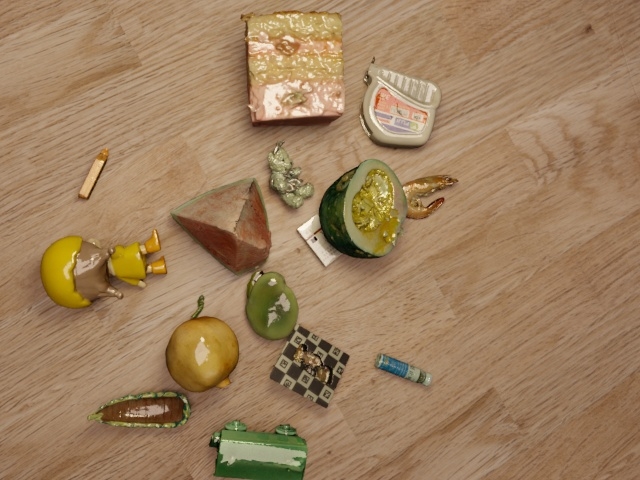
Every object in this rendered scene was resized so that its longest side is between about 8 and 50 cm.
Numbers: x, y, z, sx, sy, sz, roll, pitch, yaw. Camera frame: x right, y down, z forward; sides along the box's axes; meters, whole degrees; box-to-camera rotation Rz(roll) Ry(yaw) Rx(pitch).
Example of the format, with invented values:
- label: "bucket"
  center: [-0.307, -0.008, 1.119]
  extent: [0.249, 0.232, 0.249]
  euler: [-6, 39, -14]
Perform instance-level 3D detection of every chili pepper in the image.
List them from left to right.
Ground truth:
- label: "chili pepper"
  center: [-0.381, 0.209, 1.740]
  extent: [0.027, 0.022, 0.083]
  euler: [22, 88, -9]

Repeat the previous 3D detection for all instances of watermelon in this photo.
- label: "watermelon"
  center: [-0.296, -0.021, 1.665]
  extent: [0.250, 0.292, 0.283]
  euler: [-23, 92, 19]

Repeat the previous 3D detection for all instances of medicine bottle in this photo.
- label: "medicine bottle"
  center: [0.273, 0.427, 1.826]
  extent: [0.191, 0.051, 0.051]
  euler: [22, 84, -7]

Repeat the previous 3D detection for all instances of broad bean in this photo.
- label: "broad bean"
  center: [-0.158, 0.203, 1.739]
  extent: [0.169, 0.100, 0.228]
  euler: [-25, 89, 5]

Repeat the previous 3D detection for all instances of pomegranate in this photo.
- label: "pomegranate"
  center: [-0.349, 0.333, 1.645]
  extent: [0.233, 0.233, 0.233]
  euler: [1, 87, -10]

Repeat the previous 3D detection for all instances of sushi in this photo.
- label: "sushi"
  center: [-0.039, 0.404, 1.773]
  extent: [0.215, 0.050, 0.192]
  euler: [32, 66, -11]

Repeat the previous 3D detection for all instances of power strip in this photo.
- label: "power strip"
  center: [-0.691, -0.203, 1.694]
  extent: [0.028, 0.049, 0.178]
  euler: [24, 83, -13]

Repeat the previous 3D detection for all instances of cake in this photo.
- label: "cake"
  center: [-0.081, -0.509, 1.699]
  extent: [0.314, 0.293, 0.307]
  euler: [-5, 93, -6]

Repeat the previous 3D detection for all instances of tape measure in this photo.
- label: "tape measure"
  center: [0.253, -0.440, 1.833]
  extent: [0.258, 0.130, 0.265]
  euler: [15, 90, -6]

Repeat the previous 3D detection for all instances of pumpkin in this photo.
- label: "pumpkin"
  center: [0.121, -0.087, 1.754]
  extent: [0.263, 0.196, 0.293]
  euler: [41, 64, -24]

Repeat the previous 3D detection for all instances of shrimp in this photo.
- label: "shrimp"
  center: [0.361, -0.151, 1.871]
  extent: [0.235, 0.053, 0.133]
  euler: [-20, 89, -7]

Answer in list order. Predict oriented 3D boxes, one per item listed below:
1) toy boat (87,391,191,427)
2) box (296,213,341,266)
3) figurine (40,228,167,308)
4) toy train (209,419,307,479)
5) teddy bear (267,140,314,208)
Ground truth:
- label: "toy boat"
  center: [-0.538, 0.510, 1.662]
  extent: [0.292, 0.099, 0.109]
  euler: [2, 87, -17]
- label: "box"
  center: [0.000, 0.000, 1.807]
  extent: [0.084, 0.040, 0.154]
  euler: [-38, 94, -9]
- label: "figurine"
  center: [-0.637, 0.073, 1.632]
  extent: [0.343, 0.187, 0.215]
  euler: [-15, 102, -17]
- label: "toy train"
  center: [-0.183, 0.628, 1.663]
  extent: [0.300, 0.202, 0.120]
  euler: [9, 90, -10]
- label: "teddy bear"
  center: [-0.115, -0.206, 1.769]
  extent: [0.133, 0.111, 0.213]
  euler: [-43, 108, -51]
